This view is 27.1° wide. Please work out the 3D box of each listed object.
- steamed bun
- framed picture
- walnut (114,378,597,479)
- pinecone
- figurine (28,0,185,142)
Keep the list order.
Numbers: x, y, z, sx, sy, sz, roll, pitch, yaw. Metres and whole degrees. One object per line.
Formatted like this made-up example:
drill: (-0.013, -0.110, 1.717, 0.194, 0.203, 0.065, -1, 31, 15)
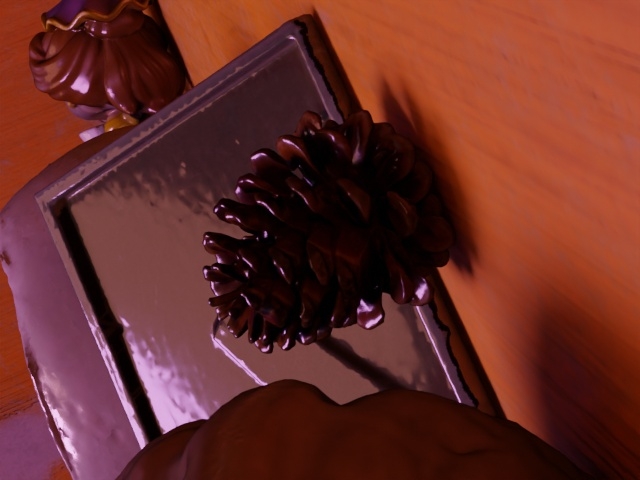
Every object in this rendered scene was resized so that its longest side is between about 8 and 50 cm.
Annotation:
steamed bun: (-0.079, 0.073, 0.914, 0.324, 0.206, 0.324, 159, 90, -85)
framed picture: (-0.026, 0.061, 0.691, 0.016, 0.213, 0.289, -12, -105, -57)
walnut: (0.012, 0.177, 0.496, 0.248, 0.248, 0.248, 157, 90, -82)
pinecone: (0.000, 0.002, 0.578, 0.102, 0.109, 0.102, 39, 163, 14)
figurine: (-0.197, -0.139, 1.335, 0.189, 0.142, 0.263, -10, 104, 49)
